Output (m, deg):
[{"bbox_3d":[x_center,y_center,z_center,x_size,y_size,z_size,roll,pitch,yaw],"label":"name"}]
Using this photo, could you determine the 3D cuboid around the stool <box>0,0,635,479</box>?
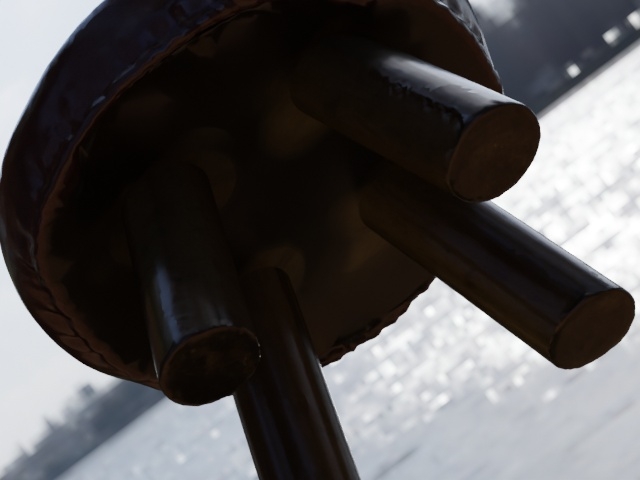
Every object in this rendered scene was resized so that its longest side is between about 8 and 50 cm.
[{"bbox_3d":[0.000,0.000,0.922,0.272,0.178,0.272,-19,-46,-21],"label":"stool"}]
